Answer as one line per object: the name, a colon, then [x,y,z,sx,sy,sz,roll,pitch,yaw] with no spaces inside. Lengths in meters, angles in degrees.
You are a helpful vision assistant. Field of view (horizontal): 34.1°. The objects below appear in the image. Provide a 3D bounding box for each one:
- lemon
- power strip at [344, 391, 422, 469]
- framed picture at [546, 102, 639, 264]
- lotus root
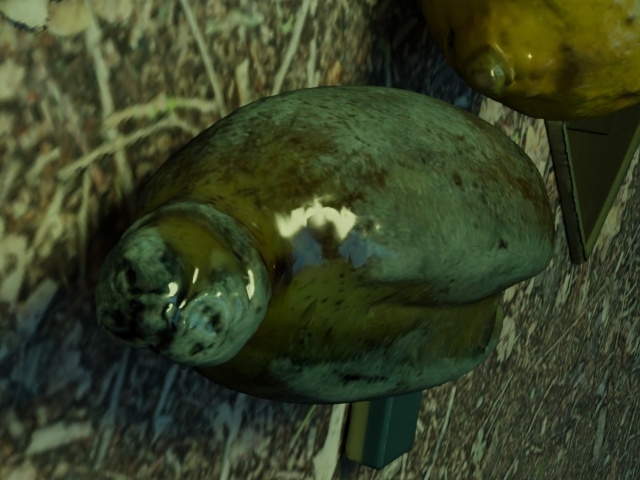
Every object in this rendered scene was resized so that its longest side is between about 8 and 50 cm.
lemon: [0.152,-0.172,0.618,0.257,0.188,0.188,-58,148,-32]
power strip: [0.050,0.094,0.733,0.056,0.032,0.123,-14,116,-59]
framed picture: [0.285,-0.134,1.051,0.211,0.020,0.289,-62,150,-22]
lotus root: [0.000,0.000,0.498,0.322,0.140,0.158,0,128,-55]
